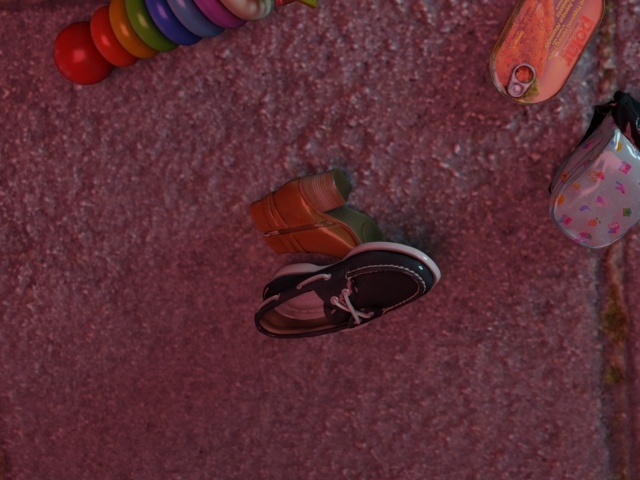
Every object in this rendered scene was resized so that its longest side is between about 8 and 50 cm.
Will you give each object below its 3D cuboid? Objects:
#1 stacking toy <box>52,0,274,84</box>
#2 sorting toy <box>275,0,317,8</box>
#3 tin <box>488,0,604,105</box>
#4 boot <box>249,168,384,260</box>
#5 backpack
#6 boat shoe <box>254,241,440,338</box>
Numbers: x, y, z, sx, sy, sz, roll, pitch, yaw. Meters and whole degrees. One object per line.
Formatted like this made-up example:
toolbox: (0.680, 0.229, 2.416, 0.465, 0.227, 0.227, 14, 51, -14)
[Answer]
stacking toy: (-0.228, -0.302, 1.629, 0.330, 0.141, 0.141, -23, 99, 28)
sorting toy: (-0.089, -0.417, 1.544, 0.046, 0.132, 0.274, -19, 101, 28)
tin: (0.292, -0.264, 1.533, 0.106, 0.040, 0.189, 31, 112, 9)
boot: (0.000, 0.000, 1.685, 0.152, 0.073, 0.197, -20, 104, 29)
backpack: (0.371, -0.078, 1.525, 0.152, 0.115, 0.182, 43, 115, -3)
boat shoe: (0.031, 0.080, 1.621, 0.302, 0.091, 0.114, -19, 121, 47)
